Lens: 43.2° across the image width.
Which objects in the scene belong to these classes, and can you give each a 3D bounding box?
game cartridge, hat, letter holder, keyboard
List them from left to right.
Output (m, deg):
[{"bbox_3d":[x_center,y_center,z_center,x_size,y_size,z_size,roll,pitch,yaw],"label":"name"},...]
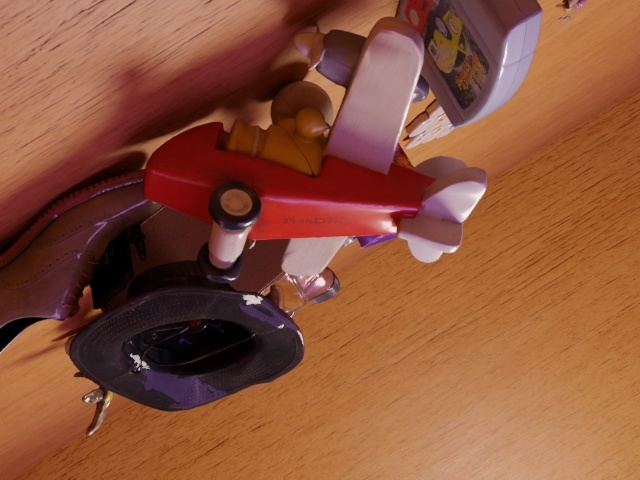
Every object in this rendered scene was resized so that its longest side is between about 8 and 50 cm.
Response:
[{"bbox_3d":[-0.271,0.024,1.109,0.100,0.038,0.192,-45,-149,8],"label":"keyboard"},{"bbox_3d":[-0.216,0.025,1.294,0.302,0.214,0.152,-41,-157,-18],"label":"letter holder"},{"bbox_3d":[-0.189,0.113,1.143,0.331,0.134,0.331,-9,145,-7],"label":"hat"},{"bbox_3d":[0.172,-0.254,0.984,0.060,0.196,0.294,-31,170,-9],"label":"game cartridge"}]

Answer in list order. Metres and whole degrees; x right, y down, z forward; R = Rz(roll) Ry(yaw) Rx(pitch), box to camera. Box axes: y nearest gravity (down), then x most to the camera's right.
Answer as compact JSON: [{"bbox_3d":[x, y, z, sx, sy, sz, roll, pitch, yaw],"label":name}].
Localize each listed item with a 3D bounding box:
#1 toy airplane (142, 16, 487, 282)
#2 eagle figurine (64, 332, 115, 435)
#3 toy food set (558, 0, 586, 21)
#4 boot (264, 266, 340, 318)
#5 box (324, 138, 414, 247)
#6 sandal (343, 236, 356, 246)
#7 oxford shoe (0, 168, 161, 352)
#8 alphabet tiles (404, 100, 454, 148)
[{"bbox_3d":[0.017,-0.099,1.053,0.386,0.272,0.384,-26,146,21],"label":"toy airplane"},{"bbox_3d":[-0.354,0.225,1.630,0.225,0.226,0.298,12,133,-42],"label":"eagle figurine"},{"bbox_3d":[0.483,-0.455,1.484,0.078,0.019,0.122,-19,157,-53],"label":"toy food set"},{"bbox_3d":[-0.114,0.100,1.803,0.264,0.096,0.280,-22,148,14],"label":"boot"},{"bbox_3d":[0.112,-0.102,1.545,0.057,0.201,0.293,-36,170,29],"label":"box"},{"bbox_3d":[0.000,0.000,1.969,0.317,0.126,0.138,-30,174,-2],"label":"sandal"},{"bbox_3d":[-0.329,0.035,1.056,0.348,0.130,0.123,-34,168,6],"label":"oxford shoe"},{"bbox_3d":[0.306,-0.293,1.731,0.284,0.021,0.278,-23,167,-42],"label":"alphabet tiles"}]
